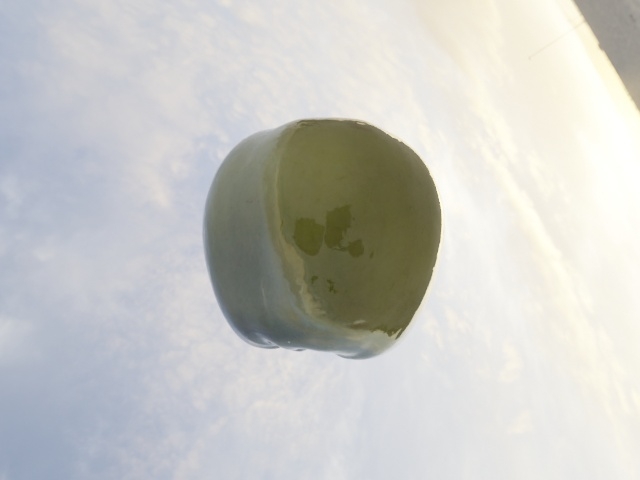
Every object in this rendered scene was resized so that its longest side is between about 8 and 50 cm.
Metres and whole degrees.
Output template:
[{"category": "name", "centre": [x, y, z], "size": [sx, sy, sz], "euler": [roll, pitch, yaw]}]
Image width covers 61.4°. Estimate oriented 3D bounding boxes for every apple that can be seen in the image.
[{"category": "apple", "centre": [0.000, 0.000, 0.558], "size": [0.262, 0.262, 0.262], "euler": [27, -131, -35]}]
